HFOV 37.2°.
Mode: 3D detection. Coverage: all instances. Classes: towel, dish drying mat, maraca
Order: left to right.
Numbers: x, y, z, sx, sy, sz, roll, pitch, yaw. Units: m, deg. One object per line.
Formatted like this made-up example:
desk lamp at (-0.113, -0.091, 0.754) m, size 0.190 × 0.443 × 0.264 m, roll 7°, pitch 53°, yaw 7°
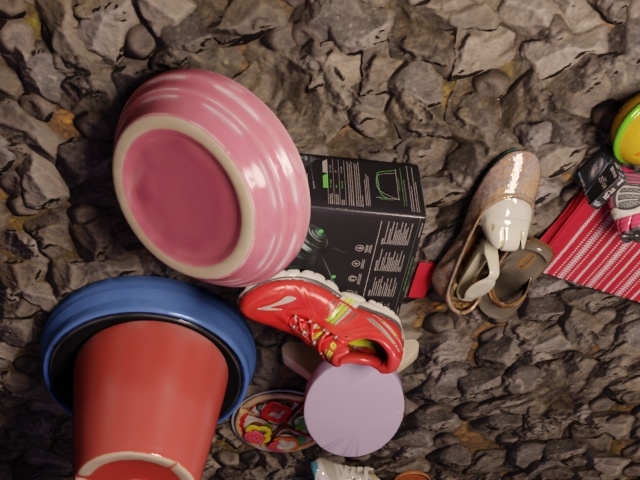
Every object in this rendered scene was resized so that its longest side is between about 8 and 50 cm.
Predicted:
dish drying mat at (0.176, 0.068, 1.650) m, size 0.032 × 0.008 × 0.083 m, roll 5°, pitch 131°, yaw -10°
towel at (0.509, 0.009, 1.595) m, size 0.274 × 0.031 × 0.199 m, roll 17°, pitch 129°, yaw -17°
maraca at (0.503, -0.170, 1.394) m, size 0.185 × 0.099 × 0.127 m, roll -14°, pitch 139°, yaw -25°

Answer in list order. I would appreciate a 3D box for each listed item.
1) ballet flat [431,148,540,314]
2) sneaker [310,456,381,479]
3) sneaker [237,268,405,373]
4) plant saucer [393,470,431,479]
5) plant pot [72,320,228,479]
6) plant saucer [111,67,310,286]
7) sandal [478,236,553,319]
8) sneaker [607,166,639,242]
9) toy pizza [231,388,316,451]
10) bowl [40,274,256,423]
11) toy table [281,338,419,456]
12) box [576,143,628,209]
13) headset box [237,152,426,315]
ballet flat at (0.277, 0.001, 1.527) m, size 0.107 × 0.106 × 0.316 m, roll 6°, pitch 132°, yaw -17°
sneaker at (0.064, 0.504, 1.996) m, size 0.092 × 0.087 × 0.228 m, roll -36°, pitch 131°, yaw 19°
sneaker at (0.009, 0.131, 1.450) m, size 0.279 × 0.118 × 0.107 m, roll 17°, pitch 130°, yaw -17°
plant saucer at (0.197, 0.521, 2.056) m, size 0.083 × 0.013 × 0.083 m, roll -2°, pitch 133°, yaw -2°
plant pot at (-0.295, 0.313, 1.593) m, size 0.274 × 0.243 × 0.275 m, roll -1°, pitch 133°, yaw -1°
plant saucer at (-0.173, -0.073, 1.347) m, size 0.332 × 0.084 × 0.332 m, roll 17°, pitch 124°, yaw 26°
sandal at (0.323, 0.076, 1.604) m, size 0.090 × 0.060 × 0.219 m, roll 25°, pitch 143°, yaw -4°
sneaker at (0.590, -0.089, 1.463) m, size 0.299 × 0.112 × 0.121 m, roll -13°, pitch 163°, yaw -7°
toy pizza at (-0.077, 0.368, 1.894) m, size 0.201 × 0.032 × 0.201 m, roll -1°, pitch 132°, yaw -1°
bowl at (-0.313, 0.227, 1.729) m, size 0.391 × 0.077 × 0.391 m, roll -1°, pitch 132°, yaw -1°
toy table at (0.058, 0.244, 1.702) m, size 0.252 × 0.161 × 0.274 m, roll 7°, pitch 132°, yaw -9°
box at (0.430, -0.098, 1.459) m, size 0.018 × 0.083 × 0.067 m, roll 24°, pitch 128°, yaw -23°
headset box at (0.000, 0.000, 1.499) m, size 0.283 × 0.131 × 0.246 m, roll 4°, pitch 132°, yaw -6°
